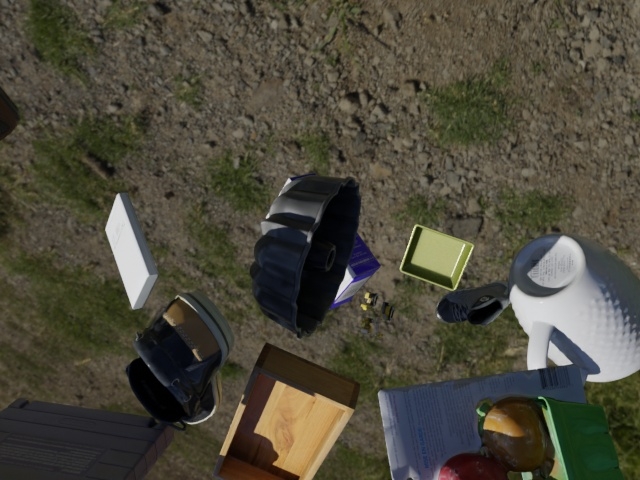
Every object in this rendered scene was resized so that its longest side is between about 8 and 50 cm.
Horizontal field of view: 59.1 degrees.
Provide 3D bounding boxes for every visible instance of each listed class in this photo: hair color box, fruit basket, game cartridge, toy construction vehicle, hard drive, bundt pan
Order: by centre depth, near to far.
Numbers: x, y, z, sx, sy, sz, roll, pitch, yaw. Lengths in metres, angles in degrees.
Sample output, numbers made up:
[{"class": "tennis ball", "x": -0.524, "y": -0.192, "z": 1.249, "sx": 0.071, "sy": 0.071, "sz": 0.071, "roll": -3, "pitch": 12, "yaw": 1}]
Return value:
[{"class": "fruit basket", "x": 0.287, "y": 0.381, "z": 0.898, "sx": 0.353, "sy": 0.327, "sz": 0.165, "roll": -8, "pitch": 159, "yaw": -2}, {"class": "game cartridge", "x": -0.484, "y": 0.395, "z": 1.044, "sx": 0.355, "sy": 0.230, "sz": 0.068, "roll": 4, "pitch": 112, "yaw": 13}, {"class": "bundt pan", "x": -0.034, "y": 0.019, "z": 1.116, "sx": 0.124, "sy": 0.331, "sz": 0.331, "roll": 17, "pitch": 134, "yaw": 16}, {"class": "toy construction vehicle", "x": 0.122, "y": 0.169, "z": 1.302, "sx": 0.035, "sy": 0.098, "sz": 0.086, "roll": 24, "pitch": 170, "yaw": -41}, {"class": "hair color box", "x": 0.000, "y": 0.000, "z": 1.571, "sx": 0.339, "sy": 0.110, "sz": 0.185, "roll": 55, "pitch": 138, "yaw": 18}, {"class": "hard drive", "x": -0.596, "y": 0.033, "z": 1.771, "sx": 0.203, "sy": 0.040, "sz": 0.307, "roll": -52, "pitch": 58, "yaw": 43}]

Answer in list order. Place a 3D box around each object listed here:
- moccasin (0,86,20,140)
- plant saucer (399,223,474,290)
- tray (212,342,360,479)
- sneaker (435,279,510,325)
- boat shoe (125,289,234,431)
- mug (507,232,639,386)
[{"class": "moccasin", "x": -0.544, "y": -0.202, "z": 0.740, "sx": 0.380, "sy": 0.147, "sz": 0.139, "roll": 35, "pitch": 160, "yaw": 24}, {"class": "plant saucer", "x": 0.364, "y": 0.045, "z": 1.769, "sx": 0.188, "sy": 0.045, "sz": 0.188, "roll": 20, "pitch": 124, "yaw": 10}, {"class": "tray", "x": -0.084, "y": 0.404, "z": 1.188, "sx": 0.202, "sy": 0.076, "sz": 0.411, "roll": 23, "pitch": 127, "yaw": 1}, {"class": "sneaker", "x": 0.367, "y": 0.173, "z": 1.411, "sx": 0.228, "sy": 0.132, "sz": 0.086, "roll": -29, "pitch": 95, "yaw": 38}, {"class": "boat shoe", "x": -0.284, "y": 0.261, "z": 1.083, "sx": 0.187, "sy": 0.156, "sz": 0.500, "roll": 46, "pitch": 148, "yaw": 11}, {"class": "mug", "x": 0.569, "y": 0.178, "z": 1.287, "sx": 0.276, "sy": 0.374, "sz": 0.328, "roll": 2, "pitch": 151, "yaw": 49}]
